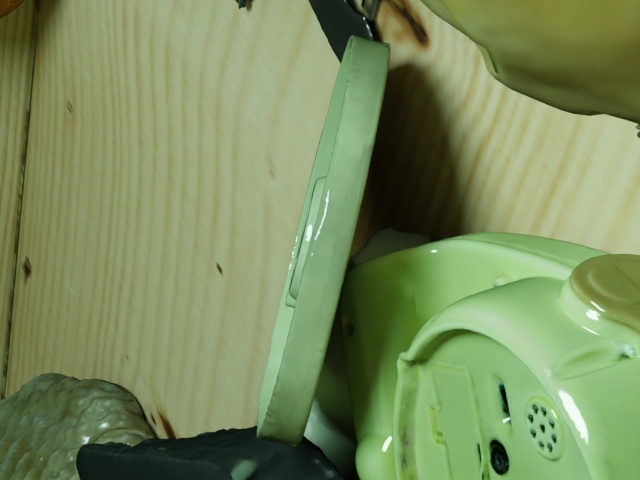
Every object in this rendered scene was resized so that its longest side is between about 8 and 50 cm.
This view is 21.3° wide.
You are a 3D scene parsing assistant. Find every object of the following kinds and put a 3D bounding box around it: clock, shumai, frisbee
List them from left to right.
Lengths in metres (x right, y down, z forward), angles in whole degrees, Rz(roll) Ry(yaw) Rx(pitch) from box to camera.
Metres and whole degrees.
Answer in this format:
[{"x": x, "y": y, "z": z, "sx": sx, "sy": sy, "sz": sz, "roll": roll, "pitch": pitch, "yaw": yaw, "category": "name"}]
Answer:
[{"x": -0.215, "y": 0.288, "z": 1.537, "sx": 0.262, "sy": 0.267, "sz": 0.314, "roll": 57, "pitch": -164, "yaw": -29, "category": "shumai"}, {"x": -0.023, "y": -0.194, "z": 1.081, "sx": 0.187, "sy": 0.012, "sz": 0.211, "roll": -8, "pitch": 94, "yaw": 65, "category": "frisbee"}, {"x": 0.000, "y": 0.000, "z": 0.955, "sx": 0.235, "sy": 0.029, "sz": 0.235, "roll": -167, "pitch": 90, "yaw": -89, "category": "clock"}, {"x": 0.125, "y": 0.118, "z": 0.829, "sx": 0.308, "sy": 0.096, "sz": 0.235, "roll": 3, "pitch": 103, "yaw": 62, "category": "clock"}]

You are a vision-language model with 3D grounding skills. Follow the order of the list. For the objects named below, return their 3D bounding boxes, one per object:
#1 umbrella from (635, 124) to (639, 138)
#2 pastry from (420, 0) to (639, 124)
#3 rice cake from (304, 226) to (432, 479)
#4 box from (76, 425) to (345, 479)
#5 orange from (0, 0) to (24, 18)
[{"x": 0.167, "y": -0.038, "z": 0.765, "sx": 0.083, "sy": 0.020, "sz": 0.031, "roll": 43, "pitch": 139, "yaw": 42, "category": "umbrella"}, {"x": 0.118, "y": -0.220, "z": 0.351, "sx": 0.245, "sy": 0.409, "sz": 0.409, "roll": 160, "pitch": 97, "yaw": -86, "category": "pastry"}, {"x": 0.025, "y": 0.092, "z": 1.065, "sx": 0.057, "sy": 0.052, "sz": 0.256, "roll": 54, "pitch": 146, "yaw": 32, "category": "rice cake"}, {"x": -0.027, "y": 0.287, "z": 1.155, "sx": 0.350, "sy": 0.091, "sz": 0.359, "roll": -15, "pitch": 100, "yaw": 65, "category": "box"}, {"x": -0.314, "y": -0.290, "z": 1.443, "sx": 0.224, "sy": 0.170, "sz": 0.224, "roll": 5, "pitch": 97, "yaw": 43, "category": "orange"}]
